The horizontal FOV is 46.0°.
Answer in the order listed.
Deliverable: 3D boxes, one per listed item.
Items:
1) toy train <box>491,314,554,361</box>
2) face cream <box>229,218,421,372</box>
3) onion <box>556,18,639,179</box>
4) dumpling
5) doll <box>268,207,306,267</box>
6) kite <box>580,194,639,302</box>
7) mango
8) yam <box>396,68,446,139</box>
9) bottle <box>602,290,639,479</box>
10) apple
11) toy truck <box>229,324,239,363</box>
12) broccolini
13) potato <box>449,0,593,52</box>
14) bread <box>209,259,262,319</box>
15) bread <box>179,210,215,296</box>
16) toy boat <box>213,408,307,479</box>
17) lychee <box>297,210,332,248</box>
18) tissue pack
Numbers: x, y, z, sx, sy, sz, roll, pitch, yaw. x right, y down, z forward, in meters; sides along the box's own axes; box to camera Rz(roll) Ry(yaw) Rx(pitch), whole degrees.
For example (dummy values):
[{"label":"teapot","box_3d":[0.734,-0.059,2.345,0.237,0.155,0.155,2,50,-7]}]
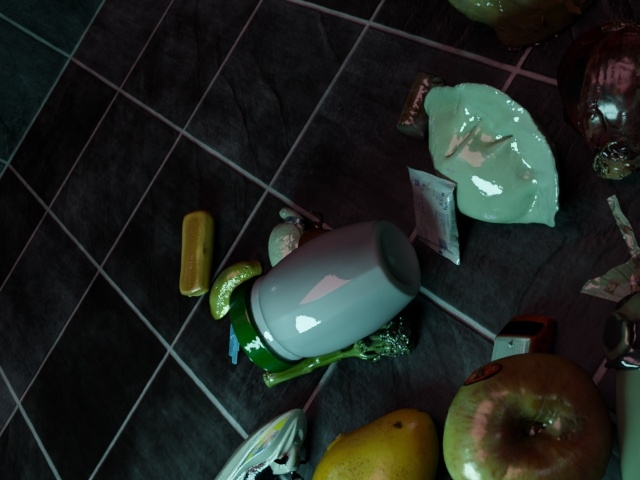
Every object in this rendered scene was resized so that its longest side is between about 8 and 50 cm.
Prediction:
[{"label":"toy train","box_3d":[0.322,0.318,1.287,0.086,0.089,0.410,-3,68,46]},{"label":"face cream","box_3d":[0.011,0.107,1.526,0.357,0.312,0.220,-28,95,25]},{"label":"onion","box_3d":[0.520,-0.269,1.314,0.221,0.281,0.281,-10,52,-12]},{"label":"dumpling","box_3d":[0.331,-0.180,1.452,0.320,0.211,0.270,11,114,30]},{"label":"doll","box_3d":[-0.075,0.016,1.794,0.103,0.071,0.214,-18,62,36]},{"label":"kite","box_3d":[0.541,0.025,1.288,0.229,0.012,0.250,-33,50,24]},{"label":"mango","box_3d":[0.109,0.434,1.377,0.290,0.160,0.191,-49,39,-1]},{"label":"yam","box_3d":[0.226,-0.304,1.681,0.079,0.079,0.141,20,85,45]},{"label":"bottle","box_3d":[0.511,0.243,1.100,0.168,0.168,0.347,-20,55,34]},{"label":"apple","box_3d":[0.312,0.295,1.143,0.260,0.194,0.261,-2,72,7]},{"label":"toy truck","box_3d":[-0.176,0.236,1.790,0.063,0.074,0.136,-119,27,-42]},{"label":"broccolini","box_3d":[0.023,0.250,1.588,0.392,0.074,0.079,-26,47,28]},{"label":"potato","box_3d":[0.391,-0.571,1.551,0.288,0.237,0.301,-33,51,25]},{"label":"bread","box_3d":[-0.216,0.135,1.870,0.187,0.065,0.150,-37,55,20]},{"label":"bread","box_3d":[-0.325,0.039,2.002,0.092,0.074,0.239,-10,64,20]},{"label":"toy boat","box_3d":[-0.117,0.473,1.568,0.269,0.140,0.141,-42,48,15]},{"label":"lychee","box_3d":[0.003,0.006,1.701,0.114,0.101,0.140,-72,4,-77]},{"label":"tissue pack","box_3d":[0.226,-0.051,1.499,0.026,0.193,0.122,-31,40,-23]}]
